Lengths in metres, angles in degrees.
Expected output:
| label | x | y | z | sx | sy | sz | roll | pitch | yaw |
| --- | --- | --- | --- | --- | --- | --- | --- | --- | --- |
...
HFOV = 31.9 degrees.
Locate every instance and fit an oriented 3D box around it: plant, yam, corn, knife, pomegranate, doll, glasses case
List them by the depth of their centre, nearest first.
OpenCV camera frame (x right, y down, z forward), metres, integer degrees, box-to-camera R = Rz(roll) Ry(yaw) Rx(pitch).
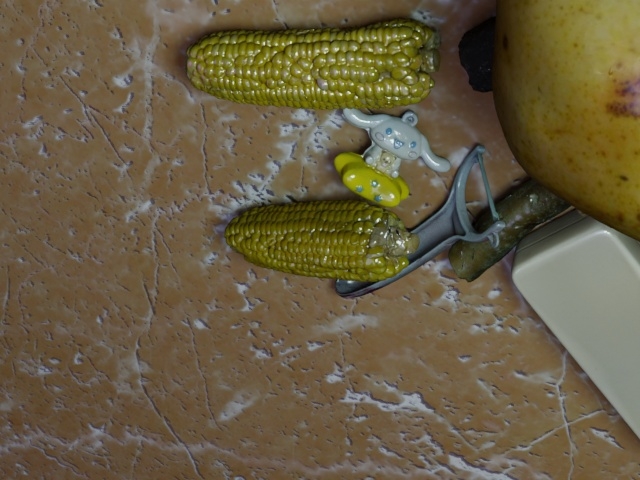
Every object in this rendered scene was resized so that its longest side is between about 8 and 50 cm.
| label | x | y | z | sx | sy | sz | roll | pitch | yaw |
| --- | --- | --- | --- | --- | --- | --- | --- | --- | --- |
| pomegranate | 0.345 | -0.172 | 0.953 | 0.417 | 0.416 | 0.416 | 9 | 125 | 13 |
| plant | 0.216 | -0.207 | 1.159 | 0.143 | 0.092 | 0.094 | -14 | 105 | 33 |
| corn | -0.013 | -0.195 | 1.235 | 0.292 | 0.101 | 0.101 | 4 | 124 | 17 |
| yam | 0.239 | -0.040 | 1.278 | 0.061 | 0.061 | 0.253 | 39 | 126 | -10 |
| doll | 0.085 | -0.098 | 1.297 | 0.135 | 0.071 | 0.113 | 6 | 111 | -2 |
| glasses case | 0.374 | 0.111 | 1.324 | 0.144 | 0.076 | 0.336 | -29 | 110 | 32 |
| knife | 0.120 | 0.010 | 1.339 | 0.053 | 0.123 | 0.278 | 17 | 142 | -32 |
| corn | 0.000 | 0.000 | 1.344 | 0.262 | 0.097 | 0.097 | 2 | 124 | 33 |
